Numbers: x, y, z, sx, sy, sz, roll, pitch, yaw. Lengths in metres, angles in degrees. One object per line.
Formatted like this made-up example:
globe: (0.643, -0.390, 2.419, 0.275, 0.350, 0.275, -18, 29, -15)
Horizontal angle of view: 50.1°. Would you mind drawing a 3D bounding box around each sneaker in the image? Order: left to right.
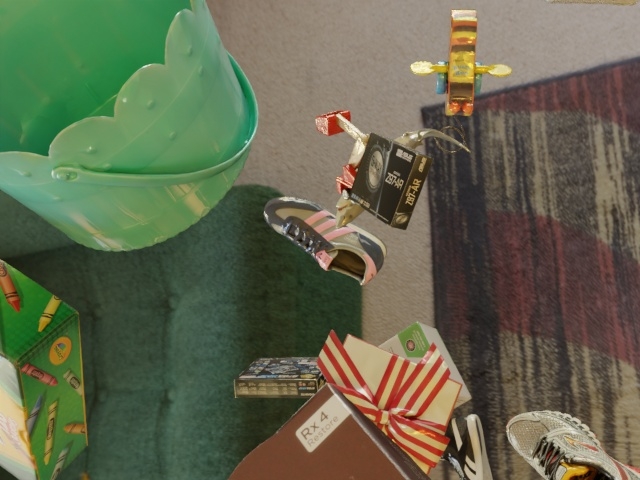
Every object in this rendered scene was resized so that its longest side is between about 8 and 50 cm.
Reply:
sneaker: (0.000, 0.000, 1.626, 0.319, 0.131, 0.112, 22, 130, 4)
sneaker: (0.316, 0.512, 1.554, 0.121, 0.079, 0.217, -16, 65, 27)
sneaker: (0.321, 0.283, 0.870, 0.225, 0.092, 0.088, 26, 101, 56)

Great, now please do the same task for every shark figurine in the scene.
shark figurine: (0.149, -0.132, 1.289, 0.278, 0.116, 0.166, -40, 24, 29)

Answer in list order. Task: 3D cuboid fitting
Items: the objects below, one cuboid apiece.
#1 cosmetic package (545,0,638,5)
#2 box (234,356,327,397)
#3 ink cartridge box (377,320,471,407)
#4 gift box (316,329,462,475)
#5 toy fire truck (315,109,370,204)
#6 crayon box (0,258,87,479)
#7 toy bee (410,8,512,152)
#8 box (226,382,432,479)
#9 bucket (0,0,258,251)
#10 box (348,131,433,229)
cosmetic package: (0.204, -0.323, 0.462, 0.224, 0.138, 0.225, -47, 65, 47)
box: (-0.086, 0.346, 1.742, 0.220, 0.175, 0.051, -3, 98, 15)
ink cartridge box: (0.194, 0.363, 1.691, 0.278, 0.117, 0.201, -37, 56, 20)
gift box: (0.105, 0.312, 1.269, 0.255, 0.258, 0.276, 18, 74, 7)
toy fire truck: (0.064, -0.127, 1.103, 0.192, 0.047, 0.135, 35, 137, 51)
crayon box: (-0.342, 0.139, 0.731, 0.165, 0.278, 0.081, 30, 46, 13)
toy bee: (0.301, -0.323, 1.421, 0.195, 0.162, 0.298, -18, 107, 12)
box: (0.033, 0.257, 0.535, 0.168, 0.203, 0.167, -44, 46, -4)
bucket: (-0.204, -0.136, 0.651, 0.281, 0.183, 0.281, -9, 57, 14)
box: (0.060, -0.054, 0.611, 0.083, 0.018, 0.067, 42, 117, 57)
